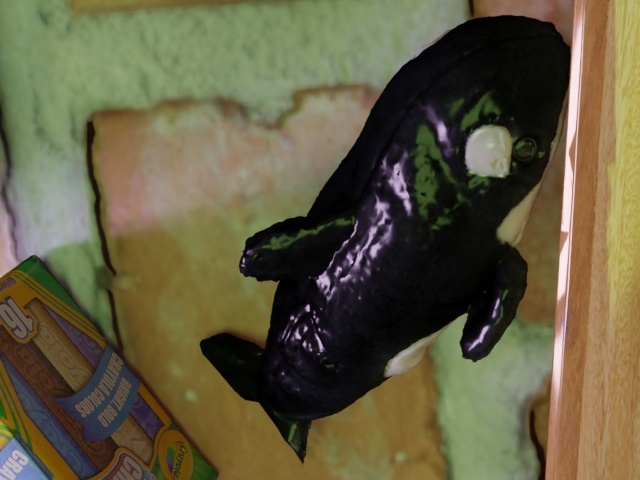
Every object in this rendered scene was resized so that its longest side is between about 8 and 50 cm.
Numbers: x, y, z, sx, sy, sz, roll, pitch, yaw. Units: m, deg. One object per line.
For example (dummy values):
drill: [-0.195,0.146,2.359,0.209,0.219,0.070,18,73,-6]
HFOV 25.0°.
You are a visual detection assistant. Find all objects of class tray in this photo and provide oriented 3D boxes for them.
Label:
tray: [0.144,-0.009,0.625,0.076,0.203,0.411,4,106,13]

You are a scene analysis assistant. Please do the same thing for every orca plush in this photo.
orca plush: [0.000,0.000,0.678,0.287,0.102,0.151,-40,51,51]

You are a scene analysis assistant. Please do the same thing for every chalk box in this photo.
chalk box: [-0.154,0.141,0.777,0.132,0.132,0.213,-37,94,20]
